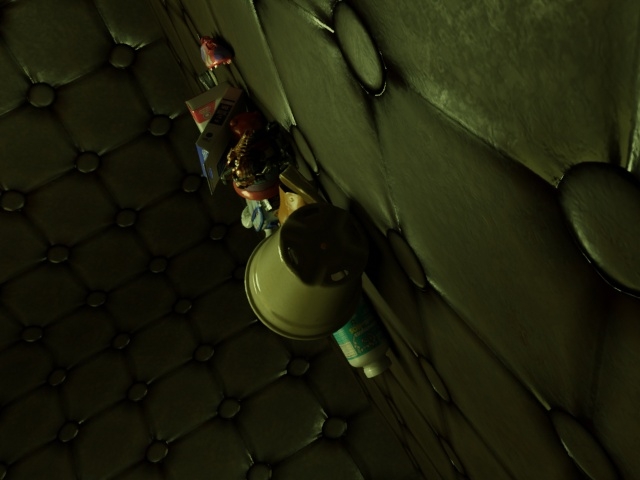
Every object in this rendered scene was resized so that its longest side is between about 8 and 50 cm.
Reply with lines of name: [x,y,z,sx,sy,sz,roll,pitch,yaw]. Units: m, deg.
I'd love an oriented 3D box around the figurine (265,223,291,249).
figurine: [-0.176,-0.045,2.523,0.215,0.092,0.209,-33,77,51]

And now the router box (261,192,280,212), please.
router box: [-0.159,-0.158,2.142,0.038,0.122,0.092,-40,77,46]

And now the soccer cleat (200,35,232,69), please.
soccer cleat: [-0.335,-0.593,1.894,0.248,0.083,0.095,-134,21,-66]

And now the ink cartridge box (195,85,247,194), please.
ink cartridge box: [-0.328,-0.328,1.973,0.065,0.332,0.165,15,148,9]

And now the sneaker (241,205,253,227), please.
sneaker: [-0.263,-0.132,2.665,0.090,0.232,0.115,-9,134,39]

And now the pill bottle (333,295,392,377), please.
pill bottle: [0.125,0.301,1.934,0.264,0.146,0.146,60,171,1]

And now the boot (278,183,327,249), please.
boot: [-0.038,-0.050,1.906,0.295,0.104,0.211,33,138,39]

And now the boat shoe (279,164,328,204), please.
boat shoe: [-0.033,-0.146,1.684,0.170,0.059,0.063,39,164,-2]

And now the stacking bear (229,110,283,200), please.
stacking bear: [-0.222,-0.290,1.991,0.164,0.175,0.289,-119,14,-47]

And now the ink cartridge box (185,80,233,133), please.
ink cartridge box: [-0.357,-0.430,2.207,0.100,0.172,0.237,52,168,45]

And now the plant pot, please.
plant pot: [-0.015,0.062,1.558,0.334,0.334,0.305,58,159,12]

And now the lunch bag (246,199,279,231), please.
lunch bag: [-0.222,-0.157,2.313,0.303,0.115,0.243,140,117,-78]

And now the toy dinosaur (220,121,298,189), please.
toy dinosaur: [-0.197,-0.236,1.790,0.164,0.218,0.322,63,170,-9]

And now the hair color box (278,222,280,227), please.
hair color box: [-0.143,-0.051,2.628,0.072,0.043,0.141,65,169,-24]

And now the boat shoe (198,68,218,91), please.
boat shoe: [-0.445,-0.613,2.463,0.075,0.065,0.206,56,170,24]
